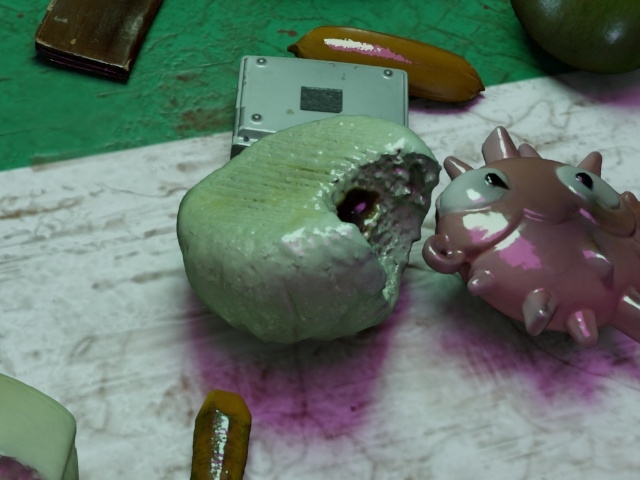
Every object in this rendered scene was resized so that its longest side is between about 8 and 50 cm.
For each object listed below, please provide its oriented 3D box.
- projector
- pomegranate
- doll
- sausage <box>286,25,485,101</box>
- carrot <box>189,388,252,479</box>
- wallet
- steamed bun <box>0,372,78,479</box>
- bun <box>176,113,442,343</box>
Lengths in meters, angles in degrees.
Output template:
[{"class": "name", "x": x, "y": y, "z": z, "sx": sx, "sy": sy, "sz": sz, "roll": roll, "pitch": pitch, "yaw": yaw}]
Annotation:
[{"class": "projector", "x": 0.000, "y": -0.099, "z": 1.226, "sx": 0.147, "sy": 0.061, "sz": 0.115, "roll": 5, "pitch": 50, "yaw": -3}, {"class": "pomegranate", "x": 0.274, "y": -0.244, "z": 1.305, "sx": 0.179, "sy": 0.210, "sz": 0.179, "roll": 10, "pitch": 74, "yaw": -37}, {"class": "doll", "x": 0.190, "y": 0.000, "z": 1.142, "sx": 0.262, "sy": 0.093, "sz": 0.211, "roll": 0, "pitch": 49, "yaw": -25}, {"class": "sausage", "x": 0.061, "y": -0.157, "z": 1.289, "sx": 0.183, "sy": 0.054, "sz": 0.062, "roll": 11, "pitch": 50, "yaw": -2}, {"class": "carrot", "x": -0.076, "y": 0.179, "z": 0.988, "sx": 0.042, "sy": 0.042, "sz": 0.170, "roll": 9, "pitch": 51, "yaw": -1}, {"class": "wallet", "x": -0.193, "y": -0.218, "z": 1.322, "sx": 0.095, "sy": 0.026, "sz": 0.176, "roll": 17, "pitch": 50, "yaw": -2}, {"class": "steamed bun", "x": -0.260, "y": 0.157, "z": 0.815, "sx": 0.290, "sy": 0.272, "sz": 0.273, "roll": 15, "pitch": 44, "yaw": -16}, {"class": "bun", "x": 0.000, "y": 0.000, "z": 1.089, "sx": 0.212, "sy": 0.126, "sz": 0.204, "roll": -31, "pitch": 36, "yaw": -21}]
